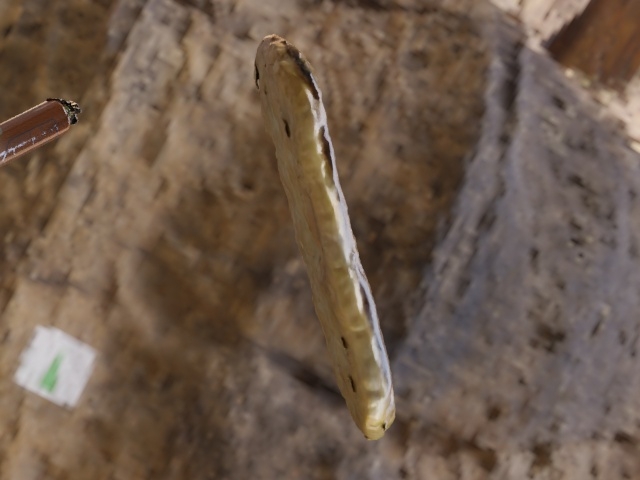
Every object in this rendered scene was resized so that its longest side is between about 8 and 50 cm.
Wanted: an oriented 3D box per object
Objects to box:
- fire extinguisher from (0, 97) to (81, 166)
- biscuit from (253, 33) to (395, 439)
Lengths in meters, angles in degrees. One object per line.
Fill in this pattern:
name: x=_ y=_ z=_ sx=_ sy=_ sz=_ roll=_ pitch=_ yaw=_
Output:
fire extinguisher: x=-0.164 y=-0.060 z=0.870 sx=0.028 sy=0.022 sz=0.083 roll=7 pitch=-149 yaw=45
biscuit: x=0.000 y=0.000 z=0.929 sx=0.118 sy=0.029 sz=0.247 roll=-160 pitch=-126 yaw=-76
